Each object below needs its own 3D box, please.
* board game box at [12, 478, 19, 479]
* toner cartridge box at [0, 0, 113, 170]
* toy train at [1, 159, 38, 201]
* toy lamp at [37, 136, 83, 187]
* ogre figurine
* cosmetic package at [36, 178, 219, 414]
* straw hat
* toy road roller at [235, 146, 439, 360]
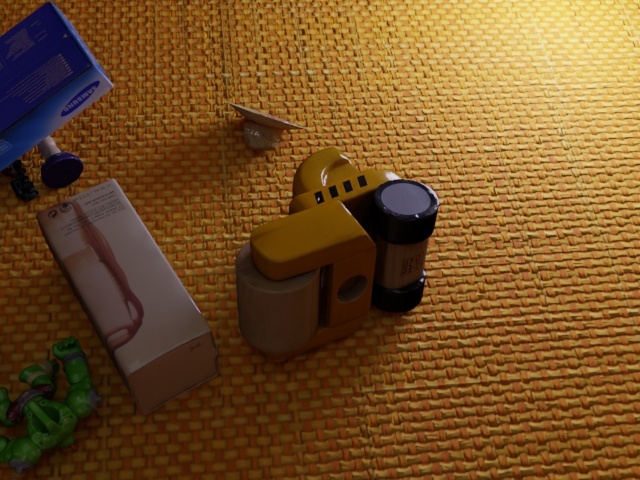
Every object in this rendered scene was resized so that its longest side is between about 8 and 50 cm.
[{"bbox_3d":[-0.309,0.467,0.988,0.242,0.064,0.316,13,56,4],"label":"board game box"},{"bbox_3d":[-0.518,-0.211,1.345,0.348,0.075,0.165,-36,67,0],"label":"toner cartridge box"},{"bbox_3d":[-0.511,-0.123,1.391,0.036,0.027,0.158,-31,64,-11],"label":"toy train"},{"bbox_3d":[-0.492,-0.206,1.419,0.080,0.080,0.274,-26,63,-20],"label":"toy lamp"},{"bbox_3d":[-0.379,0.229,1.125,0.197,0.096,0.118,-30,51,-35],"label":"ogre figurine"},{"bbox_3d":[-0.274,0.077,1.202,0.129,0.153,0.296,-28,61,-19],"label":"cosmetic package"},{"bbox_3d":[-0.099,-0.185,1.441,0.145,0.144,0.061,19,99,8],"label":"straw hat"},{"bbox_3d":[0.000,0.000,1.253,0.330,0.202,0.240,-21,48,-23],"label":"toy road roller"}]
